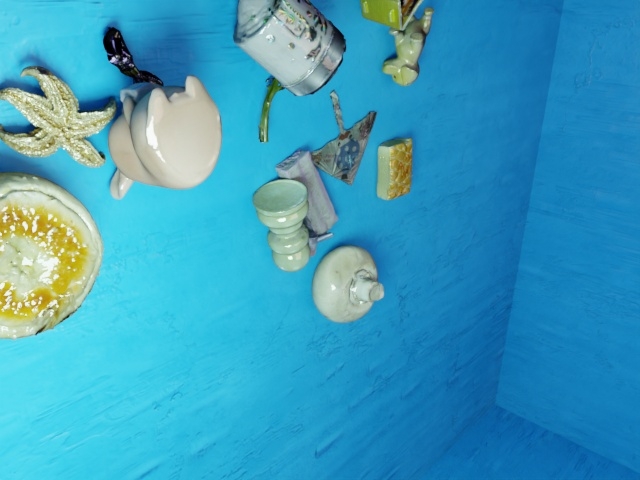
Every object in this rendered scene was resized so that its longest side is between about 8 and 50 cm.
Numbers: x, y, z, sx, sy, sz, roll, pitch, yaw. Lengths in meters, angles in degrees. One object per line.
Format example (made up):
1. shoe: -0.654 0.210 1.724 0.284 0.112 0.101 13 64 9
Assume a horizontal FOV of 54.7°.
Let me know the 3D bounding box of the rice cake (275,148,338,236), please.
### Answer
1. rice cake: -0.030 -0.123 1.733 0.106 0.050 0.298 -50 139 -24

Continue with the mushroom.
1. mushroom: 0.093 0.135 1.888 0.246 0.202 0.246 -10 103 -47

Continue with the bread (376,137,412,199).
1. bread: 0.241 -0.232 2.004 0.125 0.068 0.188 -26 125 -42

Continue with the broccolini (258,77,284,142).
1. broccolini: -0.088 -0.357 1.542 0.123 0.062 0.271 26 80 -38

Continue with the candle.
1. candle: -0.099 -0.475 1.364 0.330 0.187 0.187 35 78 -35

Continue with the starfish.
1. starfish: -0.466 -0.216 1.139 0.216 0.071 0.238 -46 144 -20

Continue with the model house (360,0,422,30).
1. model house: 0.266 -0.721 1.635 0.340 0.300 0.323 -13 127 -41

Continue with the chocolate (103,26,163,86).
1. chocolate: -0.373 -0.338 1.205 0.070 0.072 0.147 -29 133 15

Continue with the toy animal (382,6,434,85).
1. toy animal: 0.260 -0.583 1.832 0.168 0.121 0.233 53 54 -66

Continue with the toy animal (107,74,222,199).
1. toy animal: -0.313 -0.196 1.187 0.195 0.256 0.213 -36 121 -31

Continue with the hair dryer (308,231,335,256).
1. hair dryer: 0.000 0.000 1.770 0.114 0.037 0.063 -21 131 -38

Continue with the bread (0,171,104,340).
1. bread: -0.538 0.025 1.082 0.305 0.159 0.305 -23 121 -46

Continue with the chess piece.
1. chess piece: -0.086 -0.022 1.649 0.144 0.144 0.251 -42 140 -32

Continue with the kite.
1. kite: 0.069 -0.296 1.810 0.335 0.011 0.314 -41 134 -34
